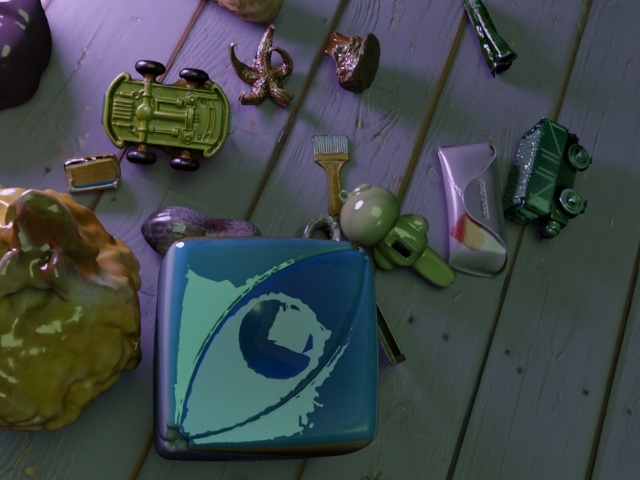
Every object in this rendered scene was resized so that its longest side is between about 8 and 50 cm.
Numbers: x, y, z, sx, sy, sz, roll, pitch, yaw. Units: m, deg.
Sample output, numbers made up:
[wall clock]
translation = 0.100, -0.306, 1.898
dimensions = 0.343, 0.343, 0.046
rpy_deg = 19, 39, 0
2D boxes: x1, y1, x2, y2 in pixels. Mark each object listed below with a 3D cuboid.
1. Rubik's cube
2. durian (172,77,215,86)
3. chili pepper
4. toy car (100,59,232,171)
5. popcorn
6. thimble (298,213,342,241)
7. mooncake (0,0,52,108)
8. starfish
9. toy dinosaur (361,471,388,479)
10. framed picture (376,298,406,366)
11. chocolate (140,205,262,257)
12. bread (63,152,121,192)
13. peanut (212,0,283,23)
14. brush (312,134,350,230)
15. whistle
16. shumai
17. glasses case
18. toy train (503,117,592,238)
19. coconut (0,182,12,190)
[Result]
[Rubik's cube]
translation = -0.107, 0.197, 1.370
dimensions = 0.352, 0.347, 0.352
rpy_deg = 0, 73, -15
[durian]
translation = -0.265, -0.312, 1.651
dimensions = 0.130, 0.052, 0.066
rpy_deg = -11, 78, -19
[chili pepper]
translation = 0.385, -0.501, 1.886
dimensions = 0.059, 0.088, 0.227
rpy_deg = -14, 68, -22
[toy car]
translation = -0.300, -0.242, 1.569
dimensions = 0.247, 0.142, 0.200
rpy_deg = 10, 94, -9
[popcorn]
translation = -0.480, 0.110, 1.323
dimensions = 0.354, 0.344, 0.390
rpy_deg = 20, 91, 34
[thimble]
translation = 0.000, 0.000, 1.617
dimensions = 0.084, 0.062, 0.110
rpy_deg = 26, 68, -8
[mooncake]
translation = -0.664, -0.405, 1.522
dimensions = 0.306, 0.154, 0.306
rpy_deg = 4, 70, -12
[starfish]
translation = -0.127, -0.368, 1.694
dimensions = 0.146, 0.074, 0.190
rpy_deg = 4, 72, -15
[toy dinosaur]
translation = 0.098, 0.479, 1.513
dimensions = 0.083, 0.021, 0.062
rpy_deg = -13, 84, -15
[framed picture]
translation = 0.097, 0.125, 1.547
dimensions = 0.016, 0.184, 0.250
rpy_deg = -28, 79, 7
[chocolate]
translation = -0.221, -0.003, 1.536
dimensions = 0.248, 0.110, 0.110
rpy_deg = 10, 71, -13
[bread]
translation = -0.441, -0.131, 1.547
dimensions = 0.106, 0.053, 0.072
rpy_deg = -9, 98, -15
[peanut]
translation = -0.211, -0.572, 1.710
dimensions = 0.290, 0.130, 0.130
rpy_deg = 29, 68, -2
[brush]
translation = 0.030, -0.124, 1.693
dimensions = 0.082, 0.010, 0.218
rpy_deg = -1, 74, -16
[whistle]
translation = 0.153, -0.012, 1.647
dimensions = 0.294, 0.141, 0.141
rpy_deg = 36, 66, -23
[shumai]
translation = 0.063, -0.399, 1.747
dimensions = 0.116, 0.145, 0.146
rpy_deg = 20, 67, 16
[glasses case]
translation = 0.330, -0.079, 1.720
dimensions = 0.128, 0.083, 0.308
rpy_deg = 2, 72, -15
[toy train]
translation = 0.510, -0.139, 1.772
dimensions = 0.154, 0.115, 0.269
rpy_deg = 25, 69, -12
[coconut]
translation = -0.592, -0.064, 1.465
dimensions = 0.096, 0.088, 0.088
rpy_deg = -22, 80, -14
